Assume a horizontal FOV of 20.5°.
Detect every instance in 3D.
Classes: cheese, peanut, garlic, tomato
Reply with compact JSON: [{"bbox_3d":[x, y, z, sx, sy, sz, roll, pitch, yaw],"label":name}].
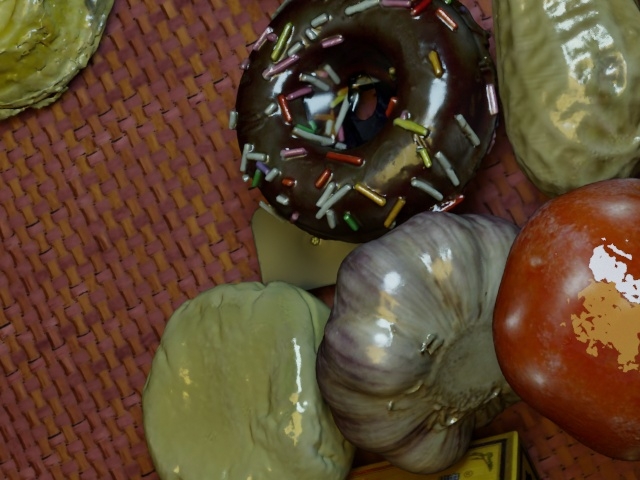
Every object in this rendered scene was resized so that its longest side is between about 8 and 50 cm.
[{"bbox_3d":[-0.070,0.152,1.658,0.214,0.117,0.226,-9,71,30],"label":"cheese"},{"bbox_3d":[0.229,-0.191,1.557,0.153,0.140,0.325,6,94,52],"label":"peanut"},{"bbox_3d":[0.095,0.082,1.579,0.160,0.245,0.245,32,103,51],"label":"garlic"},{"bbox_3d":[0.251,0.057,1.434,0.232,0.188,0.232,2,82,-12],"label":"tomato"}]

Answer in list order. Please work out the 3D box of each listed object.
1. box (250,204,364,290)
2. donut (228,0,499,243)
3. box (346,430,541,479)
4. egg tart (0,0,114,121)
[{"bbox_3d":[0.000,0.000,1.698,0.126,0.031,0.091,-14,87,19],"label":"box"},{"bbox_3d":[0.036,-0.124,1.620,0.270,0.103,0.269,-7,76,28],"label":"donut"},{"bbox_3d":[0.090,0.310,1.539,0.193,0.301,0.084,-15,122,18],"label":"box"},{"bbox_3d":[-0.339,-0.258,1.777,0.279,0.095,0.279,0,90,18],"label":"egg tart"}]
